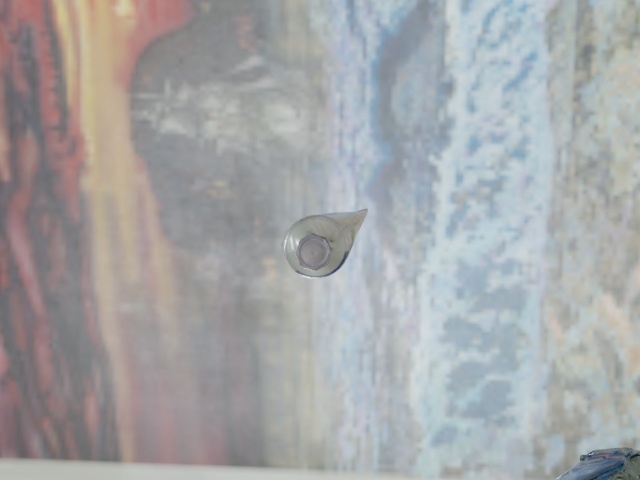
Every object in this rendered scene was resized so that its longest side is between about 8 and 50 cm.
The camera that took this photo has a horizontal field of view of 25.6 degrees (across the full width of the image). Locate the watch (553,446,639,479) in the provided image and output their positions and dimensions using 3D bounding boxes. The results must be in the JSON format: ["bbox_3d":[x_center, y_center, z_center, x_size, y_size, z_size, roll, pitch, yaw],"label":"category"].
[{"bbox_3d":[0.169,0.259,1.049,0.276,0.068,0.274,50,-123,-18],"label":"watch"}]

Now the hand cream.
[{"bbox_3d":[0.000,0.000,1.198,0.142,0.084,0.053,-59,-52,-82],"label":"hand cream"}]
